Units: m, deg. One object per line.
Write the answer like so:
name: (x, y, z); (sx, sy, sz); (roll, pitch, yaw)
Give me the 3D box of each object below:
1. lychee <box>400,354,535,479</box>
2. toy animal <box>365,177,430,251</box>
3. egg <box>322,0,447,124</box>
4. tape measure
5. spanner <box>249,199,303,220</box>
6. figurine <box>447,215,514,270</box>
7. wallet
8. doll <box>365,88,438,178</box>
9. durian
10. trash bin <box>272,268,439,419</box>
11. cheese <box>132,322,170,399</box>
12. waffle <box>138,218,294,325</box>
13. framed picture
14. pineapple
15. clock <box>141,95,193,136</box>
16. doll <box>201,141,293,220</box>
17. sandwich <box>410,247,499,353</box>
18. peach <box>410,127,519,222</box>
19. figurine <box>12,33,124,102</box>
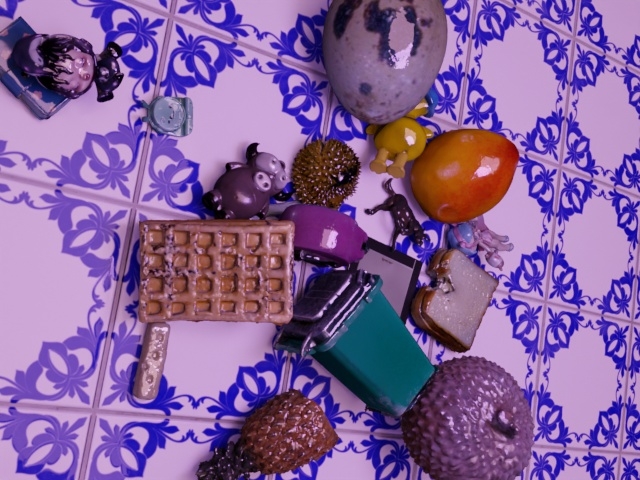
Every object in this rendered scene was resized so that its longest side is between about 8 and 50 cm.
lychee: (0.403, 0.521, 1.991); (0.381, 0.432, 0.380); (9, 70, -25)
toy animal: (0.239, -0.067, 2.133); (0.232, 0.085, 0.148); (56, 43, -11)
egg: (0.171, -0.536, 1.950); (0.345, 0.345, 0.427); (9, 99, -31)
tape measure: (0.000, 0.000, 1.881); (0.245, 0.232, 0.149); (19, 78, -28)
spanner: (-0.073, -0.095, 1.964); (0.302, 0.017, 0.071); (-9, 92, -32)
figurine: (0.520, 0.018, 2.270); (0.260, 0.103, 0.205); (8, 58, -35)
wallet: (-0.650, -0.384, 1.595); (0.202, 0.059, 0.141); (48, 66, -21)
doll: (0.242, -0.342, 2.101); (0.200, 0.145, 0.363); (16, 56, 12)
durian: (0.032, -0.170, 1.953); (0.193, 0.138, 0.237); (-23, 95, -32)
trash bin: (0.101, 0.292, 1.899); (0.381, 0.259, 0.295); (49, 68, -17)
cheese: (-0.410, 0.291, 1.724); (0.065, 0.043, 0.193); (16, 78, -35)
waffle: (-0.251, 0.078, 1.712); (0.376, 0.114, 0.260); (0, 94, -7)
framed picture: (0.165, 0.180, 2.101); (0.265, 0.016, 0.346); (23, 77, -29)
pineapple: (-0.146, 0.532, 1.800); (0.362, 0.202, 0.202); (-30, 104, -18)
clock: (-0.386, -0.314, 1.766); (0.135, 0.041, 0.101); (0, 88, -32)
doll: (-0.185, -0.142, 1.839); (0.257, 0.117, 0.182); (-36, 100, -25)
sandwich: (0.413, 0.182, 2.205); (0.249, 0.095, 0.273); (39, 68, -27)
peach: (0.427, -0.196, 2.105); (0.289, 0.308, 0.288); (-4, 96, -40)
figurine: (-0.557, -0.394, 1.555); (0.222, 0.145, 0.145); (-1, 88, -44)
